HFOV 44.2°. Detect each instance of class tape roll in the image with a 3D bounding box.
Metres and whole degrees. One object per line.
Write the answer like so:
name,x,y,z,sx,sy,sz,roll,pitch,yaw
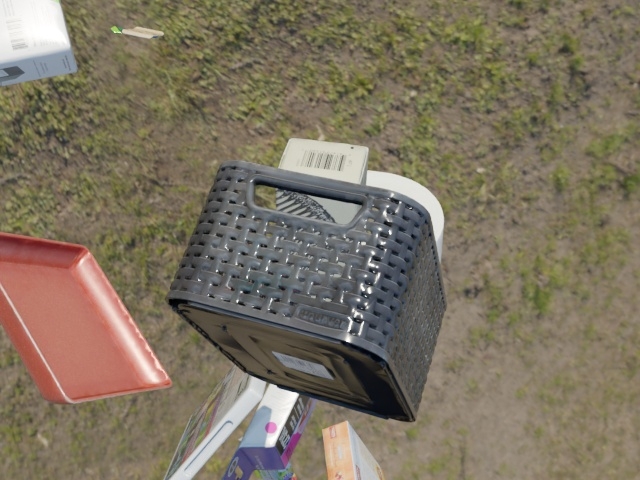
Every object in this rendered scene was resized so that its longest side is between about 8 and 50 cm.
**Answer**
tape roll,0.090,-0.010,1.492,0.286,0.286,0.100,-21,134,-19

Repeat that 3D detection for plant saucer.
plant saucer,-0.336,0.110,1.047,0.047,0.259,0.258,-39,165,10

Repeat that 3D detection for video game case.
video game case,-0.123,0.211,0.994,0.023,0.201,0.183,38,104,-8

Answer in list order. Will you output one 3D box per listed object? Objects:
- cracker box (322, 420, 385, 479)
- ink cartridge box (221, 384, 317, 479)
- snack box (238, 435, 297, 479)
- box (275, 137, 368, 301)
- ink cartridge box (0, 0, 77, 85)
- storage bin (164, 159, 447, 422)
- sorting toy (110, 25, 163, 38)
cracker box,0.084,0.532,1.744,0.067,0.156,0.232,-22,128,11
ink cartridge box,-0.054,0.284,1.403,0.371,0.069,0.176,-60,163,-23
snack box,-0.117,0.475,1.716,0.037,0.141,0.100,-30,100,-31
box,0.000,0.000,1.085,0.113,0.094,0.275,7,132,8
ink cartridge box,-0.619,-0.400,1.474,0.272,0.115,0.199,-14,82,-13
storage bin,0.002,0.039,0.468,0.180,0.122,0.084,62,44,-64
sorting toy,-0.331,-0.374,1.416,0.083,0.062,0.012,13,112,7
